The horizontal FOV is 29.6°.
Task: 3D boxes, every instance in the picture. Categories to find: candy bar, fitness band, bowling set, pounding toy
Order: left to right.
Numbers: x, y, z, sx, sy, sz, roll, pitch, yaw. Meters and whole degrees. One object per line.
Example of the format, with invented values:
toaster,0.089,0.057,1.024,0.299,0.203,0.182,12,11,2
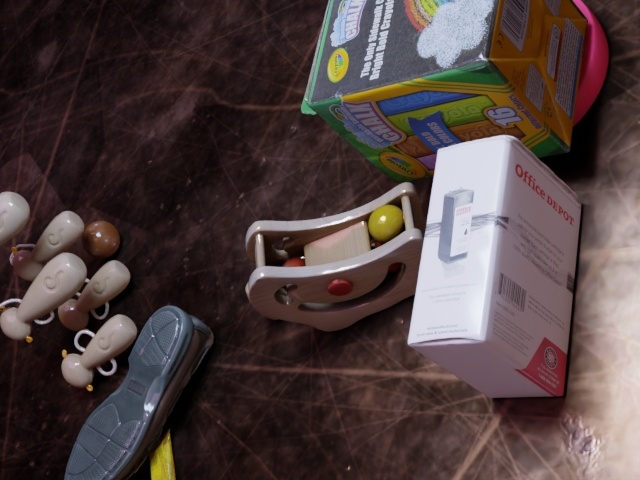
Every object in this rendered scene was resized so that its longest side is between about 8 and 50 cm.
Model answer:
bowling set,-0.354,0.062,1.674,0.154,0.200,0.287,-42,87,20
candy bar,-0.186,0.302,1.453,0.040,0.018,0.161,-36,46,24
pounding toy,0.000,0.000,1.376,0.269,0.154,0.155,-27,50,27
fitness band,0.195,-0.197,1.406,0.290,0.054,0.209,11,70,44

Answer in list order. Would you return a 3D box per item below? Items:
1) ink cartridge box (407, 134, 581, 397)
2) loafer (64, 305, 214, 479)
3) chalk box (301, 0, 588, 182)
ink cartridge box,0.177,0.028,1.199,0.092,0.158,0.218,-8,60,39
loafer,-0.215,0.212,1.498,0.096,0.084,0.268,29,89,42
chalk box,0.111,-0.186,1.301,0.289,0.179,0.180,-8,58,39
